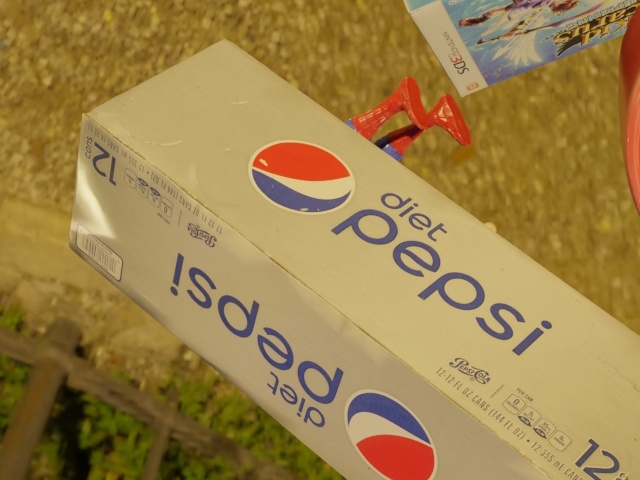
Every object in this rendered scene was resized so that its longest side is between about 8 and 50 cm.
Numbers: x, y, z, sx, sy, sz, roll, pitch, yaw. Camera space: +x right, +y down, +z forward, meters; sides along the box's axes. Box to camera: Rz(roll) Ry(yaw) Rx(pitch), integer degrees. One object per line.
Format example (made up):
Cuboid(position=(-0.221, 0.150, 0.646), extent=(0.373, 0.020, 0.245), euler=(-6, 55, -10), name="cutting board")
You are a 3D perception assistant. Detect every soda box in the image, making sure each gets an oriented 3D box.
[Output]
Cuboid(position=(0.021, 0.033, 0.593), extent=(0.286, 0.098, 0.091), euler=(37, 137, 20), name="soda box")

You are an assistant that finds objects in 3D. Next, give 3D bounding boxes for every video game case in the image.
Cuboid(position=(0.249, -0.280, 1.532), extent=(0.269, 0.061, 0.244), euler=(-20, 158, 13), name="video game case")

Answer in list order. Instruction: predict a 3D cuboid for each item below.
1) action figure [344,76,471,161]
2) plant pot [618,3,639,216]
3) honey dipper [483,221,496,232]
Cuboid(position=(0.000, 0.000, 1.089), extent=(0.280, 0.139, 0.091), euler=(-32, 148, 32), name="action figure")
Cuboid(position=(0.350, -0.110, 1.039), extent=(0.274, 0.243, 0.275), euler=(0, 111, 1), name="plant pot")
Cuboid(position=(0.127, 0.019, 1.525), extent=(0.160, 0.030, 0.030), euler=(-24, 126, 7), name="honey dipper")
